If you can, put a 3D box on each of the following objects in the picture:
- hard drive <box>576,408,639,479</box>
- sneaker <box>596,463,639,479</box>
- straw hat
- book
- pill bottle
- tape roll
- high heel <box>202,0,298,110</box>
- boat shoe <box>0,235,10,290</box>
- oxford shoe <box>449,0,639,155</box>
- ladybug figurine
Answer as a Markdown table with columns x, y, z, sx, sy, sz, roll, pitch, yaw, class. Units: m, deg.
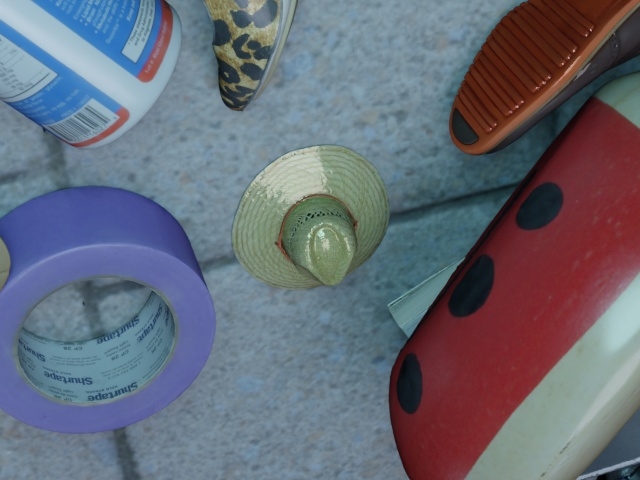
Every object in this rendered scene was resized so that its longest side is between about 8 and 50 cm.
| x | y | z | sx | sy | sz | roll | pitch | yaw | class |
| --- | --- | --- | --- | --- | --- | --- | --- | --- | --- |
| 0.248 | 0.167 | 1.681 | 0.135 | 0.094 | 0.022 | -16 | 174 | -8 | hard drive |
| 0.347 | 0.188 | 1.737 | 0.217 | 0.121 | 0.079 | -41 | 165 | -27 | sneaker |
| 0.000 | 0.000 | 1.477 | 0.144 | 0.061 | 0.144 | -10 | 128 | -13 | straw hat |
| 0.135 | 0.081 | 1.607 | 0.096 | 0.035 | 0.144 | -35 | 130 | 4 | book |
| -0.210 | -0.165 | 1.234 | 0.124 | 0.124 | 0.221 | -44 | 126 | 15 | pill bottle |
| -0.182 | 0.056 | 1.442 | 0.189 | 0.080 | 0.189 | -9 | 128 | -12 | tape roll |
| -0.103 | -0.205 | 1.295 | 0.186 | 0.093 | 0.261 | 14 | 136 | -2 | high heel |
| -0.345 | 0.074 | 1.387 | 0.103 | 0.092 | 0.285 | 38 | 104 | -28 | boat shoe |
| 0.215 | -0.155 | 1.418 | 0.271 | 0.097 | 0.098 | -43 | 134 | 15 | oxford shoe |
| 0.198 | 0.040 | 1.448 | 0.162 | 0.305 | 0.449 | 36 | 91 | 0 | ladybug figurine |
